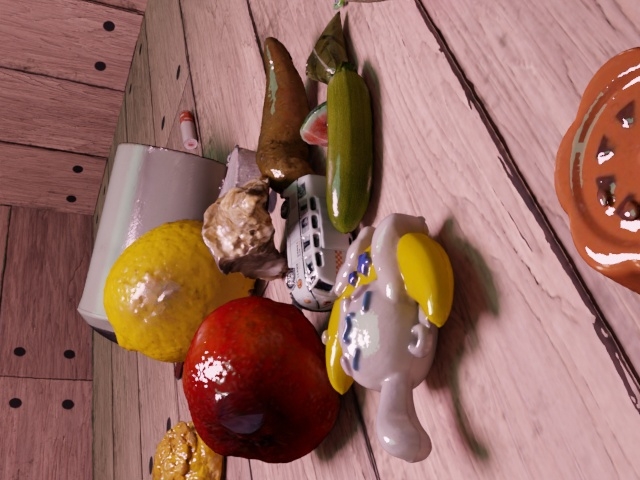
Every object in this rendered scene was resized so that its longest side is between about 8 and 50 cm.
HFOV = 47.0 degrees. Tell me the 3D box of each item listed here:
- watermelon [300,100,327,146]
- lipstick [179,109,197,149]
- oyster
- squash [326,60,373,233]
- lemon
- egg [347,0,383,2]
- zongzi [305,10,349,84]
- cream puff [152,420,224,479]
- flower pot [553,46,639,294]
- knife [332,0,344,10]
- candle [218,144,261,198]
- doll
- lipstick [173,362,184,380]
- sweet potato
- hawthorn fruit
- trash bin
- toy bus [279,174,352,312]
[{"bbox_3d":[0.017,-0.175,1.100,0.092,0.072,0.084,-41,16,-1],"label":"watermelon"},{"bbox_3d":[-0.355,-0.297,1.971,0.130,0.038,0.038,-107,34,-43],"label":"lipstick"},{"bbox_3d":[-0.112,-0.012,1.121,0.341,0.111,0.166,38,-141,-89],"label":"oyster"},{"bbox_3d":[0.040,-0.136,1.011,0.069,0.069,0.257,150,123,-61],"label":"squash"},{"bbox_3d":[-0.257,0.087,1.359,0.310,0.253,0.253,-40,33,3],"label":"lemon"},{"bbox_3d":[0.066,-0.389,0.843,0.269,0.219,0.219,158,116,-68],"label":"egg"},{"bbox_3d":[0.028,-0.290,1.114,0.104,0.052,0.113,38,105,54],"label":"zongzi"},{"bbox_3d":[-0.267,0.448,1.452,0.189,0.130,0.188,-171,90,-69],"label":"cream puff"},{"bbox_3d":[0.239,-0.036,0.408,0.191,0.173,0.190,-34,52,57],"label":"flower pot"},{"bbox_3d":[0.058,-0.412,1.099,0.166,0.023,0.078,157,111,-65],"label":"knife"},{"bbox_3d":[-0.154,-0.076,1.421,0.168,0.068,0.192,-110,34,-52],"label":"candle"},{"bbox_3d":[0.072,0.092,0.817,0.237,0.111,0.252,4,78,65],"label":"doll"},{"bbox_3d":[-0.330,0.255,1.775,0.027,0.027,0.176,-133,53,-60],"label":"lipstick"},{"bbox_3d":[-0.058,-0.171,1.199,0.124,0.098,0.309,115,151,-64],"label":"sweet potato"},{"bbox_3d":[-0.092,0.170,1.025,0.230,0.210,0.266,72,179,-50],"label":"hawthorn fruit"},{"bbox_3d":[-0.358,0.024,1.604,0.280,0.281,0.431,6,86,66],"label":"trash bin"},{"bbox_3d":[0.000,0.000,1.039,0.089,0.087,0.193,-39,49,52],"label":"toy bus"}]
